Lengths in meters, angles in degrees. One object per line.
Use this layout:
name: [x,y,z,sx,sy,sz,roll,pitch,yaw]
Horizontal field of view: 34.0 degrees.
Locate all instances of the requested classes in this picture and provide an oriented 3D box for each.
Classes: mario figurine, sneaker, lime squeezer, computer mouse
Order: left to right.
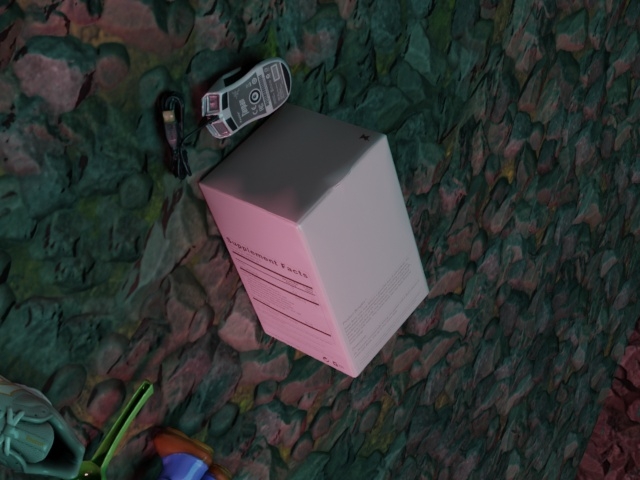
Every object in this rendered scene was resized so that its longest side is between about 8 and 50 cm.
sneaker: [-0.335,0.176,1.066,0.262,0.121,0.099,39,76,-53]
lime squeezer: [-0.303,0.291,1.206,0.310,0.059,0.110,-35,156,-35]
mario figurine: [-0.255,0.393,1.320,0.198,0.170,0.320,41,58,-15]
computer mouse: [-0.114,-0.160,1.252,0.193,0.042,0.106,-35,128,-30]

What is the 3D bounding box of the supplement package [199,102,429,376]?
supplement package: [0.000,0.000,1.364,0.177,0.175,0.293,-46,139,-26]
